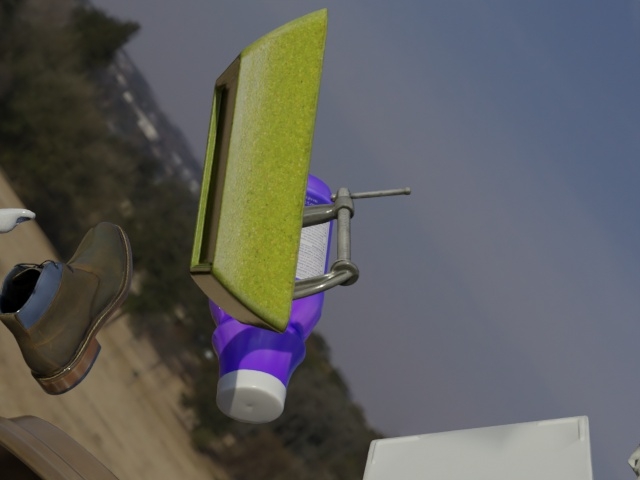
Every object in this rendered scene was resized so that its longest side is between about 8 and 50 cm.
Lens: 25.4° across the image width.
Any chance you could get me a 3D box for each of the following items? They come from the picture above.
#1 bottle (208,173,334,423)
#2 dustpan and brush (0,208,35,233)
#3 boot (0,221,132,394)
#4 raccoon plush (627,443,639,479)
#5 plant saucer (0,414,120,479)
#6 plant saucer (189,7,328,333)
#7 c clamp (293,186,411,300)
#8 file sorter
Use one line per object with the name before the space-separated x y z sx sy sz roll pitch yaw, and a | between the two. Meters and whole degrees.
bottle | -0.054 0.051 1.448 0.092 0.118 0.283 119 -17 -49
dustpan and brush | -0.355 0.003 1.247 0.147 0.211 0.060 70 20 -68
boot | -0.255 0.038 1.432 0.219 0.082 0.106 -79 149 -43
raccoon plush | 0.404 0.087 0.815 0.216 0.446 0.299 -47 139 -63
plant saucer | -0.150 0.225 1.017 0.278 0.041 0.278 38 -26 22
plant saucer | -0.045 -0.041 0.883 0.188 0.045 0.188 173 -75 -79
c clamp | 0.000 0.000 1.137 0.160 0.137 0.022 -79 160 -58
file sorter | 0.135 0.290 1.146 0.277 0.193 0.173 -69 150 -67
